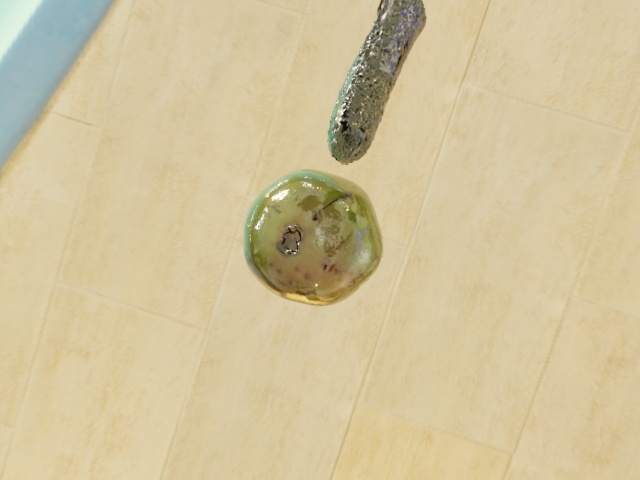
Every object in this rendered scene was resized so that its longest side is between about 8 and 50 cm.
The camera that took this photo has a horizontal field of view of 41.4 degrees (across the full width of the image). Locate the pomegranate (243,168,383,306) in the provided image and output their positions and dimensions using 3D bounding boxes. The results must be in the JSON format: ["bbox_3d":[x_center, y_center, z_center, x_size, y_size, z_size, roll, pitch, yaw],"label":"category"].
[{"bbox_3d":[-0.012,-0.008,1.108,0.179,0.210,0.179,-1,99,-6],"label":"pomegranate"}]

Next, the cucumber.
[{"bbox_3d":[0.056,-0.181,0.967,0.067,0.067,0.245,22,65,5],"label":"cucumber"}]
